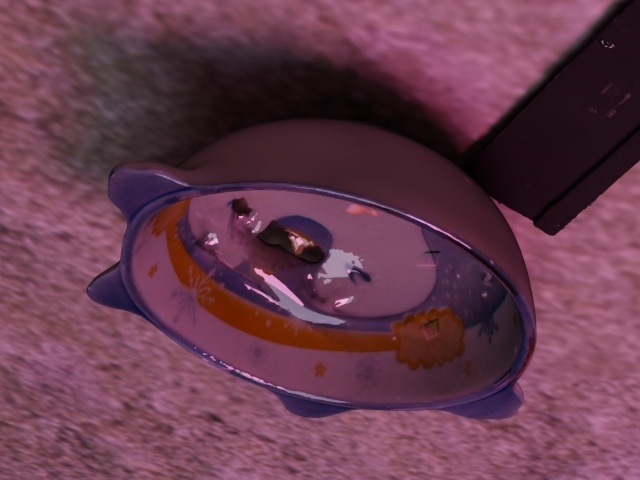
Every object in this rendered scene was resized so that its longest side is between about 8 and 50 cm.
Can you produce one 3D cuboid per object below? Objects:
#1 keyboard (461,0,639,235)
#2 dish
[{"bbox_3d":[0.131,-0.062,0.719,0.060,0.018,0.195,29,145,-10],"label":"keyboard"},{"bbox_3d":[0.000,0.000,0.795,0.228,0.086,0.236,-5,143,28],"label":"dish"}]
